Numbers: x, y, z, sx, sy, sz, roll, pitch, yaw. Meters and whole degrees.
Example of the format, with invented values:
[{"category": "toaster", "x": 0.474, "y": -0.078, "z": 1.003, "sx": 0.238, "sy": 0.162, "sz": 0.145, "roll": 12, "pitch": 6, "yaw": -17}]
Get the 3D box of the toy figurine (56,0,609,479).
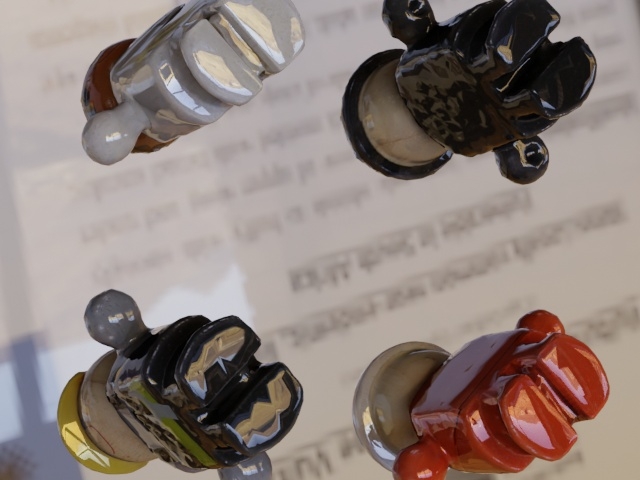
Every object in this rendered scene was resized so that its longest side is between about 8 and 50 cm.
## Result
[{"category": "toy figurine", "x": 0.000, "y": 0.000, "z": 0.788, "sx": 0.209, "sy": 0.213, "sz": 0.148, "roll": 0, "pitch": 173, "yaw": -26}]
